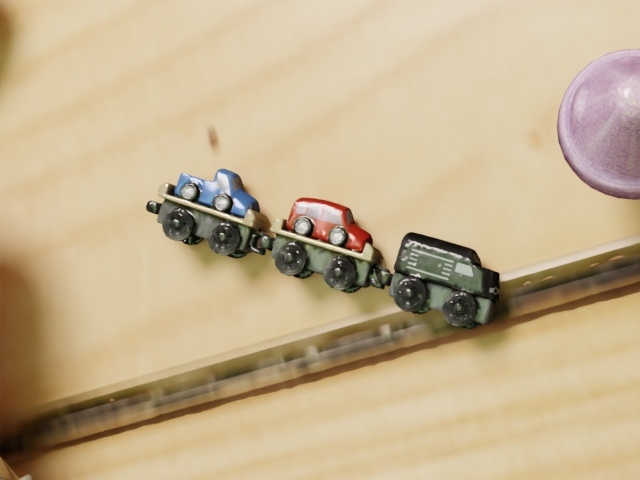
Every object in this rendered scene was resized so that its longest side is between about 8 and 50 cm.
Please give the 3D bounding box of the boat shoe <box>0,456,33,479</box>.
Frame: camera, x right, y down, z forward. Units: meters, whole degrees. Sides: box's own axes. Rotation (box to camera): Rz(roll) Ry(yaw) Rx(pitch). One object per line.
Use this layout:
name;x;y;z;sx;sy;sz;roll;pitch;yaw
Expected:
boat shoe;-0.174;0.131;0.664;0.110;0.121;0.341;8;93;-20

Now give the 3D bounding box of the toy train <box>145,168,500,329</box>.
toy train;0.000;0.000;0.649;0.158;0.027;0.036;16;89;17

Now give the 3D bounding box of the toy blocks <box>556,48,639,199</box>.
toy blocks;0.229;-0.038;0.441;0.309;0.260;0.288;-41;78;3
